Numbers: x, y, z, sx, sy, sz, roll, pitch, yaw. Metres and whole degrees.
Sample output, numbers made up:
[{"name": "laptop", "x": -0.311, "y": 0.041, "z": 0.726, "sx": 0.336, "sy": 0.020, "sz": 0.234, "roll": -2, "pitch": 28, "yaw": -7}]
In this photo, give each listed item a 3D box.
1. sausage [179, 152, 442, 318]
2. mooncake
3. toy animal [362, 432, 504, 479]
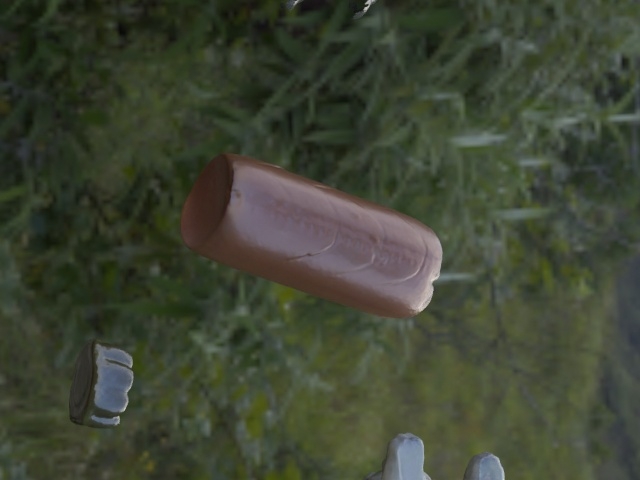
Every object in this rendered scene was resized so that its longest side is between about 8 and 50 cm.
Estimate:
[{"name": "sausage", "x": 0.001, "y": 0.000, "z": 1.563, "sx": 0.121, "sy": 0.304, "sz": 0.121, "roll": -38, "pitch": -138, "yaw": 45}, {"name": "mooncake", "x": -0.069, "y": -0.038, "z": 0.922, "sx": 0.057, "sy": 0.347, "sz": 0.150, "roll": 31, "pitch": 16, "yaw": -35}, {"name": "toy animal", "x": 0.162, "y": 0.391, "z": 1.712, "sx": 0.188, "sy": 0.307, "sz": 0.266, "roll": -28, "pitch": -123, "yaw": 49}]
